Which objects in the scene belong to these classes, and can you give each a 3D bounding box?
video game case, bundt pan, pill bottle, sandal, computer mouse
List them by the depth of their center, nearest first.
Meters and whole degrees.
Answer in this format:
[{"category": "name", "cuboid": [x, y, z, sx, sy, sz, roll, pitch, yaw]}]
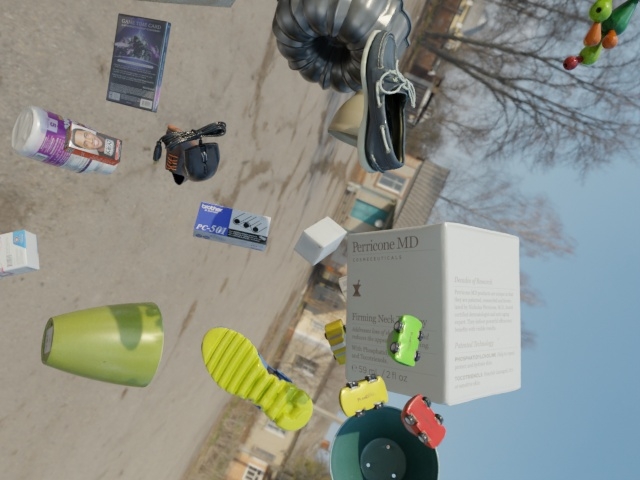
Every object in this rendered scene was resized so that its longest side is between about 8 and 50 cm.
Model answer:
[{"category": "bundt pan", "cuboid": [0.036, -0.462, 1.089, 0.331, 0.330, 0.124, 105, 4, -71]}, {"category": "sandal", "cuboid": [-0.164, 0.333, 1.153, 0.126, 0.317, 0.138, -46, -177, -12]}, {"category": "computer mouse", "cuboid": [-0.339, -0.201, 1.224, 0.184, 0.060, 0.262, -20, 168, -28]}, {"category": "video game case", "cuboid": [-0.579, -0.562, 1.499, 0.026, 0.196, 0.274, -14, 119, -68]}, {"category": "pill bottle", "cuboid": [-0.853, -0.324, 1.609, 0.301, 0.169, 0.169, 17, 98, -53]}]

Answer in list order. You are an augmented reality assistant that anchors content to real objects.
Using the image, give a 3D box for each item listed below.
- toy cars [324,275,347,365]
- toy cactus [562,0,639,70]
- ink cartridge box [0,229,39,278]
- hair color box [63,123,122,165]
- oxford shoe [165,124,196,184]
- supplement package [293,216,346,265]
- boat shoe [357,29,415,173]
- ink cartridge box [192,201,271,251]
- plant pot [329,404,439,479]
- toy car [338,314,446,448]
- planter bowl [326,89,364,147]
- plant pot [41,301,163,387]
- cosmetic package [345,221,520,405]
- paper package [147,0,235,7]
[{"category": "toy cars", "cuboid": [0.108, 0.328, 1.931, 0.087, 0.176, 0.394, -14, 122, -73]}, {"category": "toy cactus", "cuboid": [0.444, -0.372, 0.700, 0.112, 0.180, 0.219, -123, -154, -62]}, {"category": "ink cartridge box", "cuboid": [-0.722, 0.035, 1.086, 0.052, 0.122, 0.089, 87, -9, -76]}, {"category": "hair color box", "cuboid": [-0.637, -0.267, 1.331, 0.043, 0.141, 0.072, -14, -109, 42]}, {"category": "oxford shoe", "cuboid": [-0.460, -0.270, 1.546, 0.098, 0.097, 0.271, -60, 171, -22]}, {"category": "supplement package", "cuboid": [0.000, 0.000, 1.824, 0.179, 0.105, 0.105, -33, 159, -53]}, {"category": "boat shoe", "cuboid": [0.116, -0.243, 0.814, 0.095, 0.079, 0.255, 17, 77, -48]}, {"category": "ink cartridge box", "cuboid": [-0.253, -0.039, 1.364, 0.046, 0.207, 0.097, 120, -20, -57]}, {"category": "plant pot", "cuboid": [0.179, 0.629, 1.340, 0.195, 0.290, 0.290, 74, 39, -64]}, {"category": "toy car", "cuboid": [0.149, 0.256, 0.914, 0.053, 0.239, 0.225, -31, -143, 58]}, {"category": "planter bowl", "cuboid": [0.108, -0.266, 1.054, 0.162, 0.162, 0.109, -27, 137, -85]}, {"category": "plant pot", "cuboid": [-0.682, 0.317, 1.462, 0.274, 0.293, 0.275, -16, -111, 47]}, {"category": "cosmetic package", "cuboid": [0.288, 0.177, 1.228, 0.329, 0.327, 0.394, -7, -100, 50]}, {"category": "paper package", "cuboid": [-0.315, -0.755, 1.185, 0.309, 0.168, 0.325, -16, 178, -35]}]
